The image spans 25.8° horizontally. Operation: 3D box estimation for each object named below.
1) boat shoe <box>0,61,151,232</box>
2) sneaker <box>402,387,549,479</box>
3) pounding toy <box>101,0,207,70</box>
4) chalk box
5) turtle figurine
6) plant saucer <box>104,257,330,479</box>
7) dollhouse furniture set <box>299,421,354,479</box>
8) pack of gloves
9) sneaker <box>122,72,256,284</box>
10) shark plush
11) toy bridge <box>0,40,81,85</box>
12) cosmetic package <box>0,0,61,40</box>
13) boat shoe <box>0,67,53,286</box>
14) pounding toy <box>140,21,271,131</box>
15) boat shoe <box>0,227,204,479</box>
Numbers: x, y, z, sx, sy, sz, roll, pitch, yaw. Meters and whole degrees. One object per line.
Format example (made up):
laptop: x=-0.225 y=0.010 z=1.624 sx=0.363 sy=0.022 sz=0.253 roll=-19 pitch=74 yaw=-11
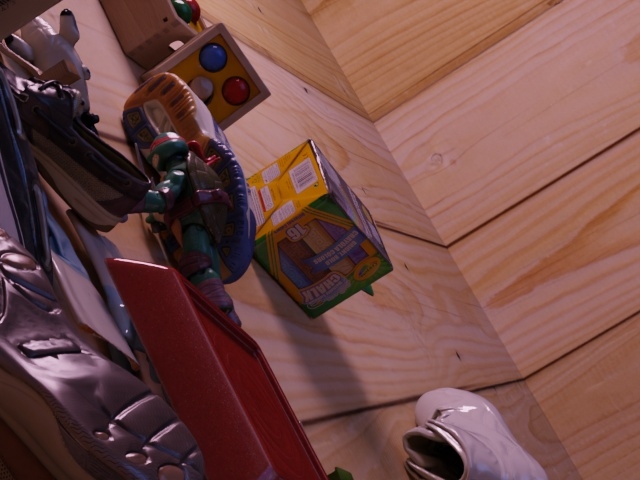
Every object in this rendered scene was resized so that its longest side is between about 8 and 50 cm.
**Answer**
boat shoe: x=-0.239 y=-0.107 z=1.235 sx=0.223 sy=0.073 sz=0.080 roll=49 pitch=6 yaw=-19
sneaker: x=0.172 y=0.265 z=1.909 sx=0.169 sy=0.108 sz=0.292 roll=22 pitch=8 yaw=-31
pounding toy: x=-0.214 y=-0.317 z=1.855 sx=0.206 sy=0.094 sz=0.181 roll=64 pitch=13 yaw=24
chalk box: x=0.000 y=0.000 z=1.838 sx=0.213 sy=0.132 sz=0.132 roll=50 pitch=13 yaw=-37
turtle figurine: x=-0.143 y=-0.021 z=1.365 sx=0.234 sy=0.118 sz=0.175 roll=68 pitch=14 yaw=18
plant saucer: x=-0.064 y=0.146 z=1.177 sx=0.259 sy=0.048 sz=0.258 roll=61 pitch=5 yaw=28
dollhouse furniture set: x=-0.025 y=0.193 z=1.414 sx=0.076 sy=0.058 sz=0.151 roll=40 pitch=22 yaw=-58
pack of gloves: x=-0.197 y=0.047 z=1.167 sx=0.195 sy=0.046 sz=0.232 roll=45 pitch=7 yaw=-50
sneaker: x=-0.119 y=-0.059 z=1.548 sx=0.131 sy=0.112 sz=0.296 roll=44 pitch=19 yaw=-50
shark plush: x=-0.254 y=-0.165 z=1.416 sx=0.161 sy=0.073 sz=0.067 roll=52 pitch=-18 yaw=-7
toy bridge: x=-0.297 y=-0.221 z=1.347 sx=0.188 sy=0.063 sz=0.026 roll=63 pitch=12 yaw=15
cosmetic package: x=-0.338 y=-0.340 z=1.275 sx=0.296 sy=0.153 sz=0.129 roll=62 pitch=11 yaw=24
boat shoe: x=-0.281 y=-0.089 z=1.010 sx=0.119 sy=0.121 sz=0.335 roll=46 pitch=25 yaw=-72
pounding toy: x=-0.145 y=-0.176 z=1.726 sx=0.130 sy=0.141 sz=0.100 roll=55 pitch=-16 yaw=-13
boat shoe: x=-0.209 y=0.080 z=0.832 sx=0.324 sy=0.116 sz=0.123 roll=43 pitch=20 yaw=29
